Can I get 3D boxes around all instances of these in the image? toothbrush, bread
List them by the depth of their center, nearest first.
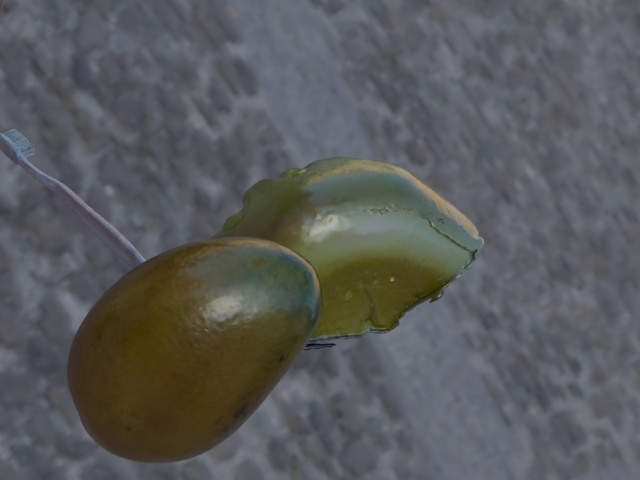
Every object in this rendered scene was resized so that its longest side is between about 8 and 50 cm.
[{"bbox_3d":[0.012,-0.007,1.637,0.261,0.156,0.158,-5,36,-17],"label":"bread"},{"bbox_3d":[-0.283,-0.047,2.049,0.030,0.025,0.307,-27,50,-31],"label":"toothbrush"}]

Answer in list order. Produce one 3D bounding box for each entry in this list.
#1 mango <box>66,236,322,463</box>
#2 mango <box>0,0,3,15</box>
[{"bbox_3d":[-0.101,0.078,1.367,0.151,0.221,0.120,30,25,-24],"label":"mango"},{"bbox_3d":[-0.383,-0.265,1.969,0.066,0.101,0.187,3,74,-9],"label":"mango"}]
